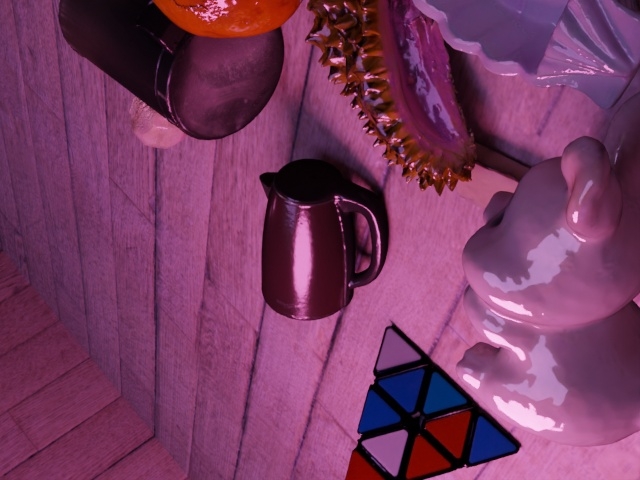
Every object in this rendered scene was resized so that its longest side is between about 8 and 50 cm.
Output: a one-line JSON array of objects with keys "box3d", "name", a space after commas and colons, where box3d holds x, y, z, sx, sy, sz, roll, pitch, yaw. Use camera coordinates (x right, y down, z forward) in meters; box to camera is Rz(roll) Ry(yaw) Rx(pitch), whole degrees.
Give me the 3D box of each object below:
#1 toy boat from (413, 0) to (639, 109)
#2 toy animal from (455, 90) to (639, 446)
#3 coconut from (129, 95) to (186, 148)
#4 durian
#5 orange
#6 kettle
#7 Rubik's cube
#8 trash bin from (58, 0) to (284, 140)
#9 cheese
[{"box3d": [0.196, -0.251, 0.953, 0.290, 0.100, 0.199, 46, 151, 21], "name": "toy boat"}, {"box3d": [0.269, 0.031, 0.983, 0.241, 0.196, 0.368, 21, 133, 35], "name": "toy animal"}, {"box3d": [-0.277, -0.214, 1.750, 0.110, 0.110, 0.124, 52, 146, 9], "name": "coconut"}, {"box3d": [0.062, -0.203, 1.190, 0.191, 0.112, 0.341, 0, 114, 55], "name": "durian"}, {"box3d": [-0.117, -0.360, 1.205, 0.240, 0.240, 0.240, 39, 148, 30], "name": "orange"}, {"box3d": [0.000, 0.000, 1.507, 0.202, 0.144, 0.232, 21, 137, 19], "name": "kettle"}, {"box3d": [0.137, 0.337, 1.534, 0.250, 0.234, 0.284, 24, 138, 45], "name": "Rubik's cube"}, {"box3d": [-0.224, -0.301, 1.467, 0.301, 0.203, 0.252, 37, -177, 35], "name": "trash bin"}, {"box3d": [0.301, -0.008, 1.119, 0.400, 0.034, 0.085, 33, 147, 39], "name": "cheese"}]
